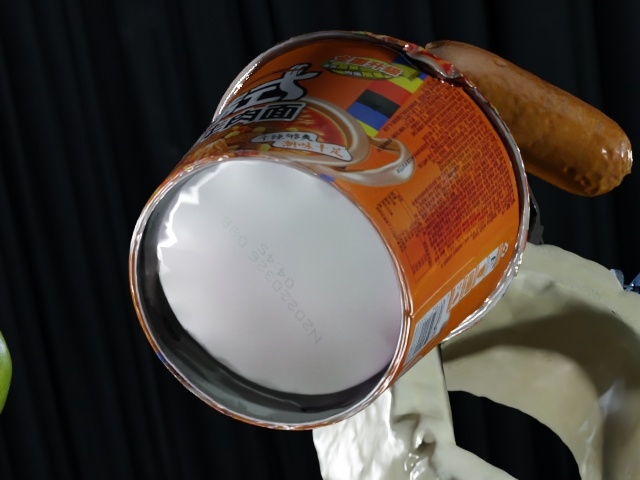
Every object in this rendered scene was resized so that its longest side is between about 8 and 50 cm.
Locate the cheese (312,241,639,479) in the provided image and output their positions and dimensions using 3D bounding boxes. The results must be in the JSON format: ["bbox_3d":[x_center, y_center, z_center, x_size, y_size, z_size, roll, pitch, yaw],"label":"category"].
[{"bbox_3d":[0.150,0.161,1.522,0.292,0.153,0.332,12,-139,-14],"label":"cheese"}]

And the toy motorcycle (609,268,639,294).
[{"bbox_3d":[0.368,0.103,2.198,0.092,0.254,0.135,12,-129,-15],"label":"toy motorcycle"}]

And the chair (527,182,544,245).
[{"bbox_3d":[0.165,0.032,1.863,0.106,0.229,0.113,-8,-150,24],"label":"chair"}]

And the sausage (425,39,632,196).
[{"bbox_3d":[0.165,-0.098,1.591,0.197,0.076,0.076,27,-163,-5],"label":"sausage"}]

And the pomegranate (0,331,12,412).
[{"bbox_3d":[-0.401,0.143,1.962,0.179,0.179,0.210,-9,-140,-1],"label":"pomegranate"}]

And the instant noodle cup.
[{"bbox_3d":[0.000,0.000,1.320,0.250,0.250,0.192,-2,-159,22],"label":"instant noodle cup"}]
